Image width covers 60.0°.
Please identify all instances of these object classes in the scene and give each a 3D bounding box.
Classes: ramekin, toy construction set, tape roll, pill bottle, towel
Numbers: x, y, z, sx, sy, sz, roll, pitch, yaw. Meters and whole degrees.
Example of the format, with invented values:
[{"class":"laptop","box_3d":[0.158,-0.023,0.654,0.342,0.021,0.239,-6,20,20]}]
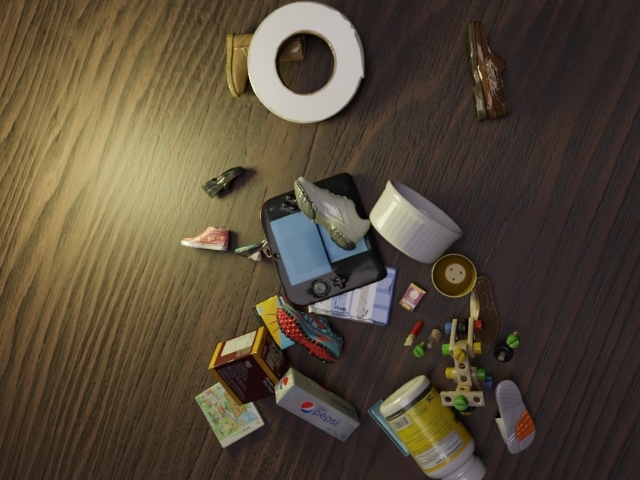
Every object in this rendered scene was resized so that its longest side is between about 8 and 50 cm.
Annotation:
[{"class":"ramekin","box_3d":[0.284,-0.053,1.697,0.277,0.277,0.135,40,108,12]},{"class":"toy construction set","box_3d":[0.395,0.371,1.660,0.309,0.237,0.257,20,118,21]},{"class":"tape roll","box_3d":[-0.045,-0.583,1.836,0.392,0.072,0.392,1,102,7]},{"class":"pill bottle","box_3d":[0.354,0.606,1.724,0.188,0.188,0.334,-39,81,13]},{"class":"towel","box_3d":[0.106,0.166,1.870,0.285,0.034,0.209,9,91,14]}]

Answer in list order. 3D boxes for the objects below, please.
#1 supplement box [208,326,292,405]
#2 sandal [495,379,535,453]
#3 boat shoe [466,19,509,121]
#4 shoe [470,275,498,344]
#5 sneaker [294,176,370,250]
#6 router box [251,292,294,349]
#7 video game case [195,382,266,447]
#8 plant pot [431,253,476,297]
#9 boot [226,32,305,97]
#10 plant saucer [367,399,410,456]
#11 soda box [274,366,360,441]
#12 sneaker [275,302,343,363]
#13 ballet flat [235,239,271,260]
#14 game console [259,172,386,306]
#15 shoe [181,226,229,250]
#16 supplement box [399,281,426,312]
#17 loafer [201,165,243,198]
[{"class":"supplement box","box_3d":[-0.233,0.427,1.876,0.194,0.129,0.191,-23,115,20]},{"class":"sandal","box_3d":[0.583,0.527,1.703,0.102,0.076,0.265,-22,107,-10]},{"class":"boat shoe","box_3d":[0.517,-0.527,1.711,0.104,0.111,0.307,-8,98,12]},{"class":"shoe","box_3d":[0.513,0.217,1.746,0.077,0.058,0.219,-5,93,-4]},{"class":"sneaker","box_3d":[0.034,-0.101,1.801,0.297,0.111,0.129,46,66,8]},{"class":"router box","box_3d":[-0.144,0.287,1.937,0.133,0.046,0.179,-27,84,15]},{"class":"video game case","box_3d":[-0.327,0.614,2.006,0.193,0.023,0.212,-34,82,14]},{"class":"plant pot","box_3d":[0.422,0.108,1.744,0.134,0.095,0.134,0,90,16]},{"class":"boot","box_3d":[-0.188,-0.626,1.918,0.270,0.089,0.236,-2,94,13]},{"class":"plant saucer","box_3d":[0.245,0.621,1.844,0.067,0.018,0.192,-44,80,12]},{"class":"soda box","box_3d":[-0.010,0.536,1.807,0.286,0.098,0.091,36,102,-20]},{"class":"sneaker","box_3d":[-0.035,0.299,1.873,0.262,0.125,0.104,41,130,3]},{"class":"ballet flat","box_3d":[-0.203,0.032,1.941,0.203,0.074,0.074,-21,85,13]},{"class":"game console","box_3d":[0.000,0.000,1.847,0.342,0.060,0.386,-20,81,6]},{"class":"shoe","box_3d":[-0.414,-0.012,2.006,0.178,0.063,0.081,6,91,11]},{"class":"supplement box","box_3d":[0.301,0.184,1.808,0.055,0.043,0.083,33,100,12]},{"class":"loafer","box_3d":[-0.342,-0.211,1.989,0.170,0.062,0.061,-26,106,18]}]
